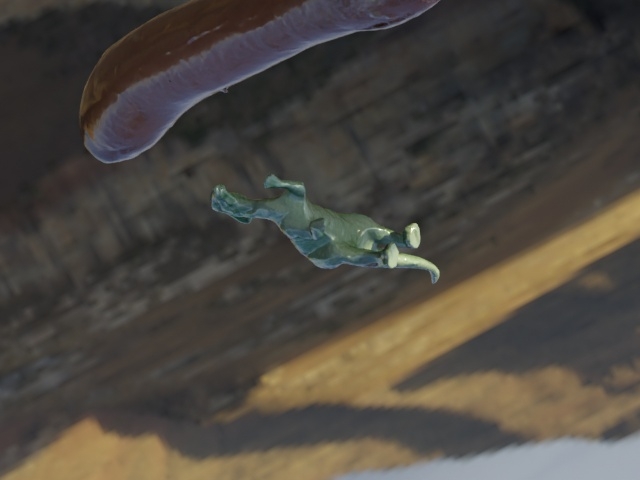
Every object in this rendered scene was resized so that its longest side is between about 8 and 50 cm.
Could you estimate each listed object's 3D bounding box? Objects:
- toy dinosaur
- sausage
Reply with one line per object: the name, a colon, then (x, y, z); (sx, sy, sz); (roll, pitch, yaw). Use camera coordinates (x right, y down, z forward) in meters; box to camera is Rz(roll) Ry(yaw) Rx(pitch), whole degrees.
toy dinosaur: (0.000, 0.000, 0.595); (0.062, 0.021, 0.083); (7, 161, 23)
sausage: (-0.029, -0.072, 0.656); (0.186, 0.043, 0.043); (-21, -176, 44)
